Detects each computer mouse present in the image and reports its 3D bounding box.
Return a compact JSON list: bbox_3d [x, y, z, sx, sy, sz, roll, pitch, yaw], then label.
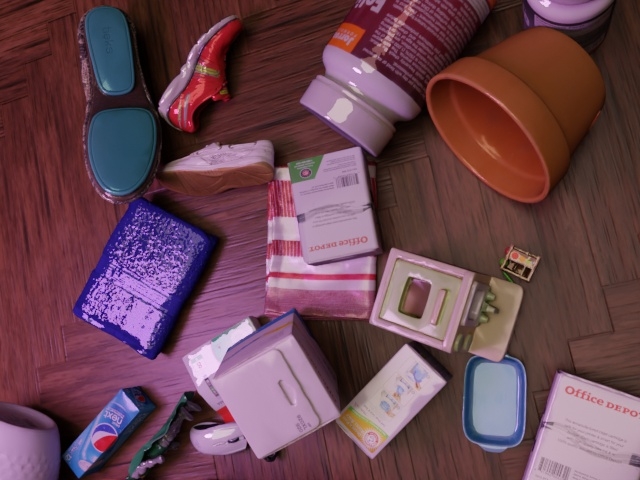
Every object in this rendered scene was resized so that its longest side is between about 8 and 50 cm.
[{"bbox_3d":[-0.189,0.413,1.422,0.193,0.042,0.106,-11,102,18],"label":"computer mouse"}]

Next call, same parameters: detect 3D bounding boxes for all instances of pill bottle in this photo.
[{"bbox_3d":[0.438,-0.437,1.208,0.161,0.283,0.161,-2,84,17],"label":"pill bottle"},{"bbox_3d":[0.145,-0.374,1.322,0.224,0.224,0.392,36,95,17],"label":"pill bottle"}]

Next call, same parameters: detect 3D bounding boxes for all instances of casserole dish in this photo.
[{"bbox_3d":[0.328,0.300,1.295,0.114,0.037,0.188,1,84,17],"label":"casserole dish"}]

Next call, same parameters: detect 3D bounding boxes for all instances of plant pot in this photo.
[{"bbox_3d":[0.362,-0.240,1.229,0.203,0.291,0.291,-42,74,-7],"label":"plant pot"}]

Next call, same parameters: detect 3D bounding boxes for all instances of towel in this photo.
[{"bbox_3d":[0.000,0.000,1.426,0.237,0.037,0.328,0,84,16],"label":"towel"},{"bbox_3d":[-0.383,0.079,1.520,0.228,0.076,0.308,28,92,11],"label":"towel"}]

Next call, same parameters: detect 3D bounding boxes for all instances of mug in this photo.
[{"bbox_3d":[-0.736,0.517,1.497,0.374,0.276,0.328,16,83,48],"label":"mug"}]

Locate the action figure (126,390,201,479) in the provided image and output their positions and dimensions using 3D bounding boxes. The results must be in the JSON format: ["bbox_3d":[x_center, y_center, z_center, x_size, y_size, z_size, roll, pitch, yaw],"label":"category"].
[{"bbox_3d":[-0.341,0.435,1.454,0.063,0.137,0.232,39,105,4],"label":"action figure"}]

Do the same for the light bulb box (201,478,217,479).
[{"bbox_3d":[-0.131,0.663,1.279,0.361,0.225,0.357,-2,84,23],"label":"light bulb box"}]

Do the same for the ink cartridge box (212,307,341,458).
[{"bbox_3d":[-0.077,0.258,1.288,0.168,0.232,0.171,-31,95,2],"label":"ink cartridge box"}]

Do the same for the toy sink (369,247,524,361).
[{"bbox_3d":[0.232,0.119,1.269,0.234,0.131,0.152,19,93,29],"label":"toy sink"}]

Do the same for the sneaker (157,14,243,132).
[{"bbox_3d":[-0.240,-0.361,1.519,0.118,0.107,0.279,34,99,-1],"label":"sneaker"}]

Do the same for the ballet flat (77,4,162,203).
[{"bbox_3d":[-0.444,-0.279,1.519,0.164,0.182,0.482,-7,72,-16],"label":"ballet flat"}]

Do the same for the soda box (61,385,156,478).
[{"bbox_3d":[-0.462,0.417,1.503,0.067,0.071,0.210,44,97,16],"label":"soda box"}]

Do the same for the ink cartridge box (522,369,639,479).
[{"bbox_3d":[0.469,0.366,1.211,0.172,0.100,0.237,17,91,18],"label":"ink cartridge box"}]

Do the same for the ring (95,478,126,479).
[{"bbox_3d":[-0.442,0.661,1.416,0.337,0.032,0.336,-1,94,-10],"label":"ring"}]

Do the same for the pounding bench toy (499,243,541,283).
[{"bbox_3d":[0.368,0.056,1.299,0.065,0.052,0.083,25,92,18],"label":"pounding bench toy"}]

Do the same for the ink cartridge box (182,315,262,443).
[{"bbox_3d":[-0.163,0.298,1.437,0.181,0.056,0.224,-32,75,12],"label":"ink cartridge box"}]

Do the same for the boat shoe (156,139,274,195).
[{"bbox_3d":[-0.223,-0.164,1.488,0.277,0.098,0.096,-4,60,19],"label":"boat shoe"}]

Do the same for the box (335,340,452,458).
[{"bbox_3d":[0.141,0.299,1.310,0.103,0.114,0.203,44,98,15],"label":"box"}]

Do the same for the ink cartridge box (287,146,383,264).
[{"bbox_3d":[0.031,-0.063,1.364,0.153,0.087,0.208,-11,80,12],"label":"ink cartridge box"}]
